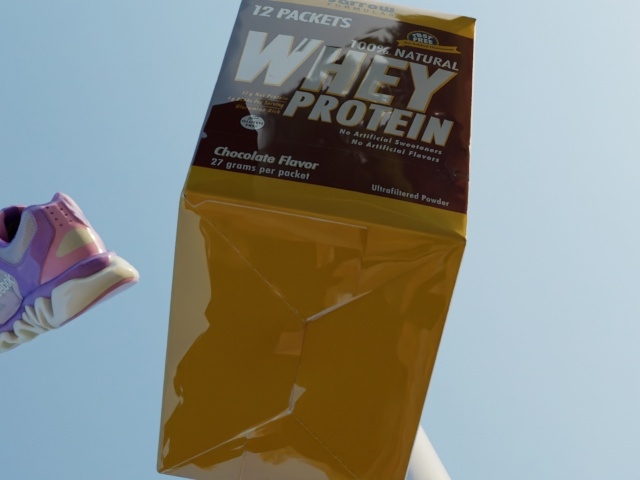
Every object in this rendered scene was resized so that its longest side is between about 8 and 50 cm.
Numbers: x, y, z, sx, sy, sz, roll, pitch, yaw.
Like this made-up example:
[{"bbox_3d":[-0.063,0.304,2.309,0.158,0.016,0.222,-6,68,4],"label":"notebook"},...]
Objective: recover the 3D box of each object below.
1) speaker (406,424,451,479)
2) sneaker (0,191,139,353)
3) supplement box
[{"bbox_3d":[0.055,0.155,0.938,0.055,0.136,0.055,-4,-68,-10],"label":"speaker"},{"bbox_3d":[-0.238,0.025,1.139,0.095,0.236,0.104,-34,-85,-38],"label":"sneaker"},{"bbox_3d":[0.000,0.000,0.744,0.194,0.129,0.191,-80,0,-51],"label":"supplement box"}]
